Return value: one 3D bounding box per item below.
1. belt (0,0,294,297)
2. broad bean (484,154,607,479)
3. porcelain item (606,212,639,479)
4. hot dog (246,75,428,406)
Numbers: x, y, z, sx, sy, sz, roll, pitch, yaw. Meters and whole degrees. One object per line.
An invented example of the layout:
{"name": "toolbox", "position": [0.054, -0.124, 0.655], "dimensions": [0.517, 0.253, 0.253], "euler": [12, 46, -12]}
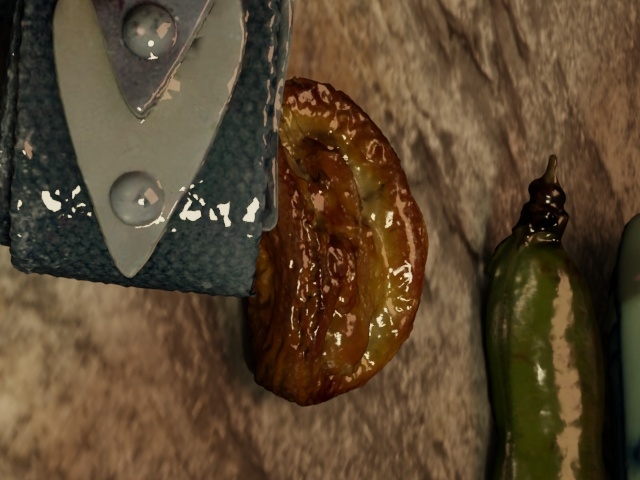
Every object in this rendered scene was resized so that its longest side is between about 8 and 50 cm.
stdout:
{"name": "belt", "position": [-0.073, -0.090, 0.697], "dimensions": [0.122, 0.128, 0.218], "euler": [130, -37, -79]}
{"name": "broad bean", "position": [0.126, 0.124, 1.059], "dimensions": [0.077, 0.061, 0.339], "euler": [6, 81, -52]}
{"name": "porcelain item", "position": [0.257, 0.117, 1.152], "dimensions": [0.281, 0.157, 0.286], "euler": [4, 84, -74]}
{"name": "hot dog", "position": [-0.001, 0.000, 0.857], "dimensions": [0.099, 0.065, 0.147], "euler": [-11, 98, -50]}
